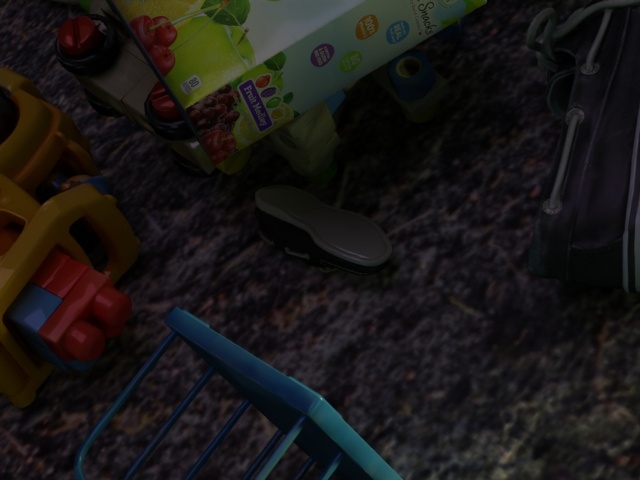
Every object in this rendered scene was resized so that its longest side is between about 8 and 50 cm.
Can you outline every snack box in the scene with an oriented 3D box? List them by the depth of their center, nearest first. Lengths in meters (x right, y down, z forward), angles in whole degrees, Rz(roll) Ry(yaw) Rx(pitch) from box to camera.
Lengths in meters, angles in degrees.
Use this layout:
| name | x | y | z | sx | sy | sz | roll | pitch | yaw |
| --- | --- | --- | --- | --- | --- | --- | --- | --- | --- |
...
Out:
| name | x | y | z | sx | sy | sz | roll | pitch | yaw |
| --- | --- | --- | --- | --- | --- | --- | --- | --- | --- |
| snack box | -0.026 | -0.173 | 0.843 | 0.207 | 0.070 | 0.174 | -32 | 57 | -5 |

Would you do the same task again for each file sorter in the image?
| name | x | y | z | sx | sy | sz | roll | pitch | yaw |
| --- | --- | --- | --- | --- | --- | --- | --- | --- | --- |
| file sorter | -0.029 | 0.138 | 0.690 | 0.118 | 0.170 | 0.104 | 26 | 73 | 43 |

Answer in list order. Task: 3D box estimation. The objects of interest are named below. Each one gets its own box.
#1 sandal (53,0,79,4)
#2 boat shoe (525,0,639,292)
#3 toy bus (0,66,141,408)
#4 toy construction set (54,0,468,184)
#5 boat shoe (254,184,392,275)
| name | x | y | z | sx | sy | sz | roll | pitch | yaw |
| --- | --- | --- | --- | --- | --- | --- | --- | --- | --- |
| sandal | -0.263 | -0.321 | 1.266 | 0.416 | 0.102 | 0.169 | 11 | 61 | 37 |
| boat shoe | 0.182 | -0.106 | 0.806 | 0.105 | 0.113 | 0.306 | 4 | 65 | 17 |
| toy bus | -0.209 | 0.007 | 0.942 | 0.211 | 0.149 | 0.220 | 20 | 63 | 26 |
| toy construction set | -0.063 | -0.156 | 0.969 | 0.215 | 0.151 | 0.327 | -48 | 45 | -12 |
| boat shoe | 0.000 | 0.000 | 0.882 | 0.046 | 0.038 | 0.125 | -25 | 37 | -38 |
